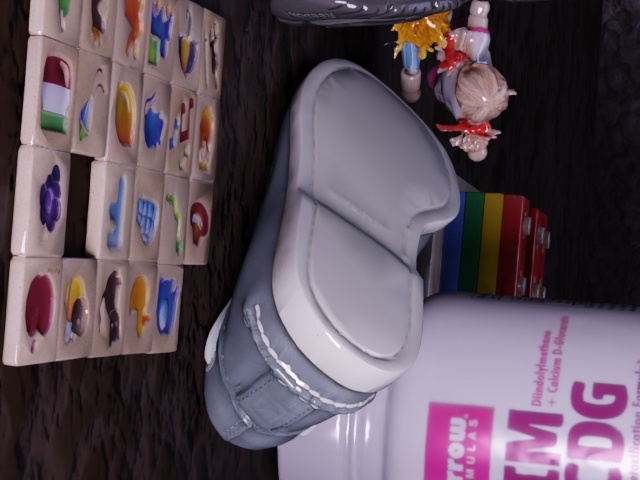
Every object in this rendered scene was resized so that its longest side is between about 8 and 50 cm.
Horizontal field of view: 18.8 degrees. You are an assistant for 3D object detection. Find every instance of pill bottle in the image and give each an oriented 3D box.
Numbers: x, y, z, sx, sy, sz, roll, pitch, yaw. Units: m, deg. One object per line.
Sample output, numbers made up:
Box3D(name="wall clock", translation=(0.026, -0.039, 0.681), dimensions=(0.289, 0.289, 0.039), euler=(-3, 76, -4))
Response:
Box3D(name="pill bottle", translation=(0.127, 0.113, 1.136), dimensions=(0.160, 0.283, 0.160), euler=(4, 90, -77))

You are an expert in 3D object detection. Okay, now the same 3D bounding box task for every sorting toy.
Box3D(name="sorting toy", translation=(0.126, 0.079, 1.563), dimensions=(0.257, 0.089, 0.255), euler=(19, 76, -77))

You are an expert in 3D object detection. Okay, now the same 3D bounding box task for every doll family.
Box3D(name="doll family", translation=(0.069, -0.183, 1.213), dimensions=(0.163, 0.118, 0.263), euler=(-102, -162, -74))

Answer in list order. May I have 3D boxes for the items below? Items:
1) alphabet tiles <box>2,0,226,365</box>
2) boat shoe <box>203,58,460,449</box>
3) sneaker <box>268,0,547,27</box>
Box3D(name="alphabet tiles", translation=(-0.078, -0.051, 0.804), dimensions=(0.237, 0.009, 0.198), euler=(8, 86, -78))
Box3D(name="boat shoe", translation=(0.000, 0.000, 1.043), dimensions=(0.099, 0.116, 0.319), euler=(-44, -165, 25))
Box3D(name="sneaker", translation=(0.092, -0.191, 1.069), dimensions=(0.286, 0.109, 0.130), euler=(-12, 98, -42))
